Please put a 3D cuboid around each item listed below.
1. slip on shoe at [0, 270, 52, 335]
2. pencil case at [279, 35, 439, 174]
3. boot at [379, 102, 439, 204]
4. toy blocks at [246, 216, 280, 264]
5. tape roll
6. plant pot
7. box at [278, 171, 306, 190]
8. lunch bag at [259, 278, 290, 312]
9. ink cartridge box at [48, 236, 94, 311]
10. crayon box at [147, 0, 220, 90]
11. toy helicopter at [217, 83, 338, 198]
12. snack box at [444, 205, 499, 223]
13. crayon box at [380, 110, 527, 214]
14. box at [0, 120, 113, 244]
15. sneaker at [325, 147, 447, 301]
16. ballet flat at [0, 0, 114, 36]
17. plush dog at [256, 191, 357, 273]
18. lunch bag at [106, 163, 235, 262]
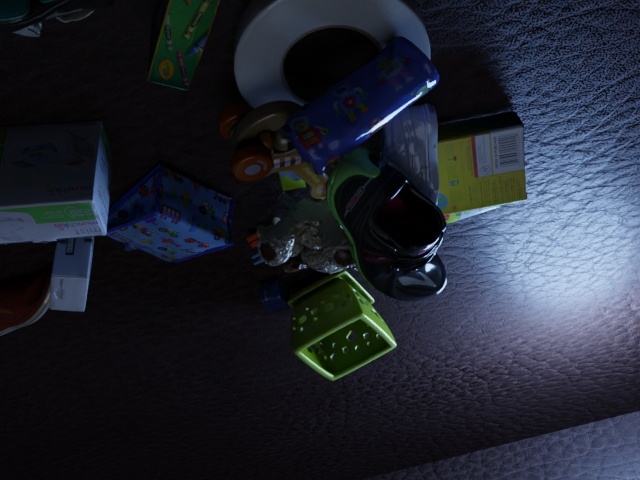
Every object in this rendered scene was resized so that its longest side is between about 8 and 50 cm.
[{"bbox_3d":[-0.809,0.163,2.056,0.331,0.123,0.101,-25,135,29],"label":"slip on shoe"},{"bbox_3d":[0.071,-0.256,1.451,0.306,0.133,0.119,-37,162,1],"label":"pencil case"},{"bbox_3d":[0.186,-0.168,1.662,0.124,0.095,0.258,-7,121,0],"label":"boot"},{"bbox_3d":[-0.139,0.009,2.000,0.148,0.054,0.123,-29,138,26],"label":"toy blocks"},{"bbox_3d":[0.022,-0.361,1.534,0.392,0.072,0.392,-4,142,-3],"label":"tape roll"},{"bbox_3d":[0.047,0.223,2.162,0.228,0.207,0.227,-30,138,14],"label":"plant pot"},{"bbox_3d":[-0.049,-0.191,1.765,0.109,0.042,0.178,-9,143,3],"label":"box"},{"bbox_3d":[-0.132,0.157,2.180,0.065,0.067,0.098,-19,141,15],"label":"lunch bag"},{"bbox_3d":[-0.595,0.049,1.863,0.086,0.203,0.148,7,141,-16],"label":"ink cartridge box"},{"bbox_3d":[-0.230,-0.421,1.341,0.081,0.165,0.278,10,140,-20],"label":"crayon box"},{"bbox_3d":[-0.035,-0.188,1.622,0.235,0.140,0.355,-28,149,14],"label":"toy helicopter"},{"bbox_3d":[0.368,-0.102,1.944,0.141,0.037,0.100,-18,142,14],"label":"snack box"},{"bbox_3d":[0.303,-0.165,1.775,0.319,0.081,0.202,-10,124,4],"label":"crayon box"},{"bbox_3d":[-0.584,-0.120,1.625,0.262,0.231,0.126,-4,142,-2],"label":"box"},{"bbox_3d":[0.174,0.004,1.679,0.185,0.202,0.483,-53,138,-12],"label":"sneaker"},{"bbox_3d":[-0.498,-0.413,1.378,0.281,0.095,0.096,-11,154,5],"label":"ballet flat"},{"bbox_3d":[0.000,0.000,1.896,0.263,0.210,0.225,2,147,15],"label":"plush dog"},{"bbox_3d":[-0.385,-0.029,1.872,0.221,0.138,0.293,26,141,-38],"label":"lunch bag"}]
